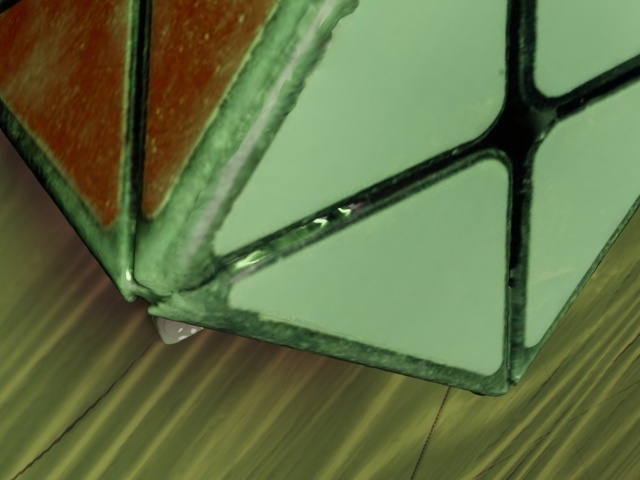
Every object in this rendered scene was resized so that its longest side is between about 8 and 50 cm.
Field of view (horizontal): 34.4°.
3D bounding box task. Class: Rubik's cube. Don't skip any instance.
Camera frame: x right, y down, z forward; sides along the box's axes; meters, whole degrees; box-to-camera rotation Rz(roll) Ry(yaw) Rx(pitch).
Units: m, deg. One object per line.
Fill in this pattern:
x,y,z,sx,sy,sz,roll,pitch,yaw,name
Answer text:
0.015,-0.103,0.496,0.260,0.259,0.255,19,109,-41,Rubik's cube

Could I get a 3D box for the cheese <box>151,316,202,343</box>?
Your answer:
0.000,0.000,0.704,0.251,0.054,0.127,-27,133,-16,cheese
